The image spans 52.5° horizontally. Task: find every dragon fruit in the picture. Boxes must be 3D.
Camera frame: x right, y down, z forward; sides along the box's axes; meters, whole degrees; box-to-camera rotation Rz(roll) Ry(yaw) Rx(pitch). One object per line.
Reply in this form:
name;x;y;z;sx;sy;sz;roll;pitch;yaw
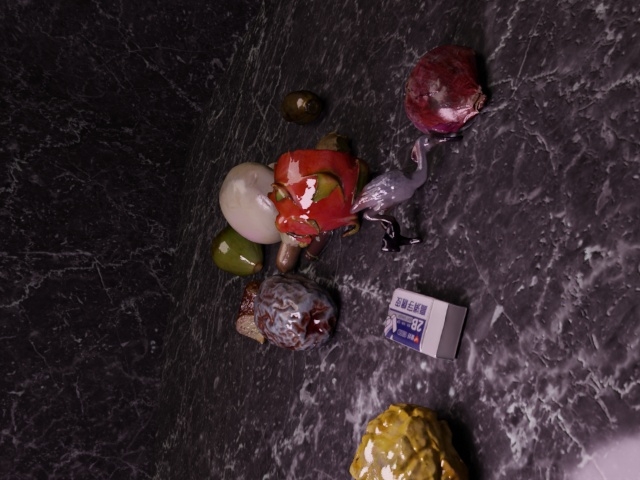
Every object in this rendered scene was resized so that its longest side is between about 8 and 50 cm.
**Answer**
dragon fruit;-0.007;-0.115;1.873;0.305;0.305;0.226;-23;57;60

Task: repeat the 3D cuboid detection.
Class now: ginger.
ginger;0.025;-0.266;2.069;0.157;0.102;0.216;-36;26;26

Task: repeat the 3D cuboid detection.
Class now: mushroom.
mushroom;-0.231;-0.144;2.346;0.356;0.315;0.315;47;120;56

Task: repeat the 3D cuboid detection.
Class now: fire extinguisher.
fire extinguisher;0.000;0.000;2.071;0.064;0.043;0.158;50;128;25

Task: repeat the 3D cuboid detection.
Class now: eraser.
eraser;0.230;0.184;1.449;0.210;0.068;0.124;11;85;65

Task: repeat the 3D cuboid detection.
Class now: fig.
fig;-0.325;0.046;2.549;0.207;0.207;0.230;-61;27;29

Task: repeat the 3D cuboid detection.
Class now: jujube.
jujube;-0.081;0.215;1.941;0.317;0.226;0.226;19;95;60

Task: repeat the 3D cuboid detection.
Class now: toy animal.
toy animal;0.196;-0.132;1.585;0.090;0.195;0.324;-2;-67;-76

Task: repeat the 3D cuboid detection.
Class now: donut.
donut;-0.234;0.256;2.349;0.144;0.126;0.187;-114;44;-64

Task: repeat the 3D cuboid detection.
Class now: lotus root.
lotus root;-0.070;-0.490;2.387;0.241;0.124;0.123;-172;85;-66

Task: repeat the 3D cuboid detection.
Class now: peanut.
peanut;-0.106;0.039;2.237;0.076;0.076;0.152;19;92;66

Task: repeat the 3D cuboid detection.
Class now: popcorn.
popcorn;0.175;0.456;1.291;0.250;0.190;0.250;-31;48;41

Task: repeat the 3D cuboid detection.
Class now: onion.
onion;0.291;-0.363;1.555;0.283;0.120;0.227;-139;61;-63

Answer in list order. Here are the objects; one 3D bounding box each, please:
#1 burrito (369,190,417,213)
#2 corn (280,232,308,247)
burrito;0.189;-0.121;1.714;0.203;0.064;0.064;-29;51;59
corn;-0.064;-0.128;2.180;0.122;0.123;0.305;-16;62;63
